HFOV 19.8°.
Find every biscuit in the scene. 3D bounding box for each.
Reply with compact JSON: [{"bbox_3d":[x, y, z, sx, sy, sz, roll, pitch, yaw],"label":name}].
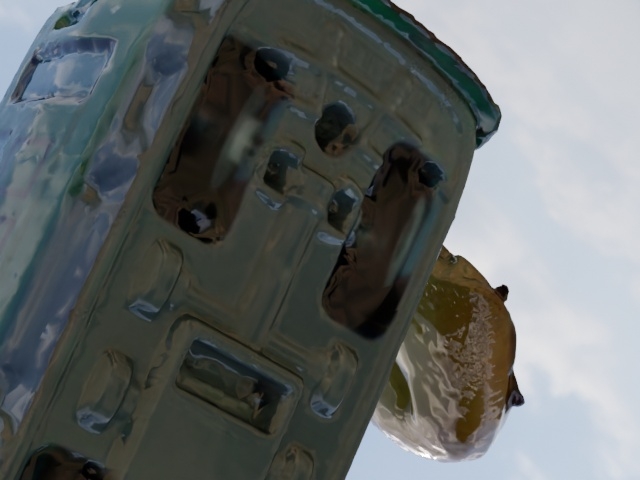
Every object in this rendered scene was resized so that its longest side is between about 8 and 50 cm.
[{"bbox_3d":[-0.001,0.002,1.000,0.045,0.154,0.299,-25,-125,-30],"label":"biscuit"}]

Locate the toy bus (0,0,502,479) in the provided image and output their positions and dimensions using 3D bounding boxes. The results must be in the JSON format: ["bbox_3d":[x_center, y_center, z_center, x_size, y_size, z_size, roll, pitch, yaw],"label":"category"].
[{"bbox_3d":[-0.086,0.045,0.830,0.183,0.344,0.199,33,166,-36],"label":"toy bus"}]
